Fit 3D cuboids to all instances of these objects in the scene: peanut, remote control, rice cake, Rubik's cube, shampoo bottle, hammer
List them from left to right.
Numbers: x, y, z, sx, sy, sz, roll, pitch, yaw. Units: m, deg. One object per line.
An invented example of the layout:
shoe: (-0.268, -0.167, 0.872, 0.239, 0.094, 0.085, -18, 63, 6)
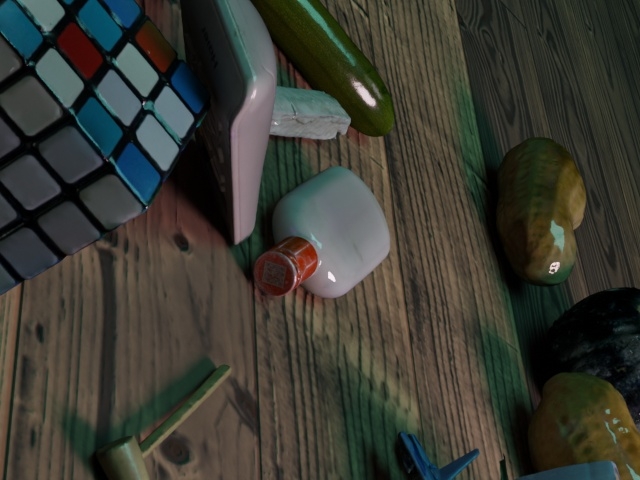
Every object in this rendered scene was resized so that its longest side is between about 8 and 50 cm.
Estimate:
Rubik's cube: (-0.189, -0.081, 0.888, 0.154, 0.155, 0.151, 50, 28, -20)
hammer: (-0.098, 0.137, 0.987, 0.060, 0.028, 0.195, 64, 25, -7)
remote control: (-0.064, -0.096, 1.050, 0.313, 0.055, 0.109, 101, -31, -72)
rice cake: (-0.045, -0.124, 1.311, 0.045, 0.042, 0.245, 55, 25, 16)
shampoo bottle: (0.000, 0.000, 1.260, 0.108, 0.051, 0.221, 62, 26, -4)
peanut: (0.280, -0.034, 1.727, 0.236, 0.110, 0.120, -86, 152, -45)
peanut: (0.296, 0.243, 1.464, 0.129, 0.129, 0.224, 18, 52, -54)

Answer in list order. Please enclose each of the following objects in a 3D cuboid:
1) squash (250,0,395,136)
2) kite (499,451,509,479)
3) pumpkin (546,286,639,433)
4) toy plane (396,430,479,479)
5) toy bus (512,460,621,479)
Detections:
squash: (0.000, -0.202, 1.441, 0.258, 0.069, 0.069, 47, 30, -25)
kite: (0.164, 0.300, 1.204, 0.250, 0.012, 0.229, 9, 78, -74)
pumpkin: (0.372, 0.165, 1.635, 0.233, 0.163, 0.233, 35, 31, -25)
toy plane: (0.106, 0.256, 1.157, 0.169, 0.078, 0.246, 57, 19, -12)
toy bus: (0.264, 0.344, 1.248, 0.136, 0.109, 0.329, -90, 158, -48)
